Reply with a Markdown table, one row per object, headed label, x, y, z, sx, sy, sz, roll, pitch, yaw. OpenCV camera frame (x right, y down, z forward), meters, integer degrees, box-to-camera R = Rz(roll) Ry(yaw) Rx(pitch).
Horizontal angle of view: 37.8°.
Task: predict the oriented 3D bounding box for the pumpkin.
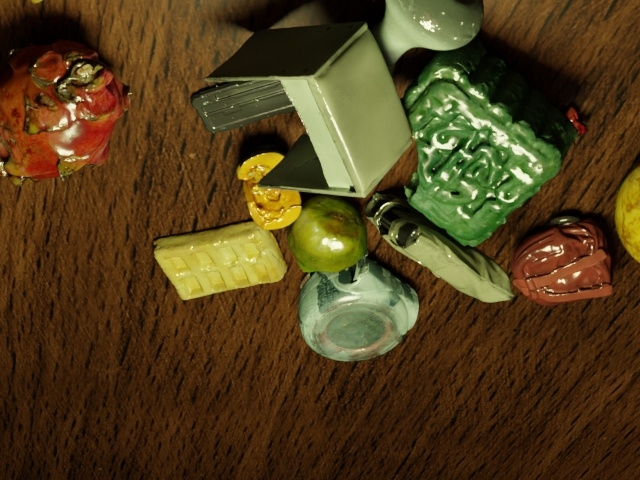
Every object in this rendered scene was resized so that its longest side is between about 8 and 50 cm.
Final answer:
| label | x | y | z | sx | sy | sz | roll | pitch | yaw |
| --- | --- | --- | --- | --- | --- | --- | --- | --- | --- |
| pumpkin | -0.105 | -0.124 | 1.887 | 0.119 | 0.107 | 0.183 | -8 | 129 | 0 |

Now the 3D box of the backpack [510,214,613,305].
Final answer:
| label | x | y | z | sx | sy | sz | roll | pitch | yaw |
| --- | --- | --- | --- | --- | --- | --- | --- | --- | --- |
| backpack | 0.521 | 0.056 | 2.035 | 0.229 | 0.138 | 0.229 | -1 | 135 | -1 |

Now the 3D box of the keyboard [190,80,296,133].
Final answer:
| label | x | y | z | sx | sy | sz | roll | pitch | yaw |
| --- | --- | --- | --- | --- | --- | --- | --- | --- | --- |
| keyboard | -0.116 | -0.275 | 1.792 | 0.262 | 0.016 | 0.106 | -14 | 135 | 15 |

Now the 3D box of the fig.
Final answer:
| label | x | y | z | sx | sy | sz | roll | pitch | yaw |
| --- | --- | --- | --- | --- | --- | --- | --- | --- | --- |
| fig | 0.011 | -0.012 | 1.982 | 0.167 | 0.167 | 0.233 | 9 | 176 | -8 |

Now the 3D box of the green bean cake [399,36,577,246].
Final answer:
| label | x | y | z | sx | sy | sz | roll | pitch | yaw |
| --- | --- | --- | --- | --- | --- | --- | --- | --- | --- |
| green bean cake | 0.263 | -0.173 | 1.719 | 0.300 | 0.169 | 0.308 | 39 | 134 | -1 |

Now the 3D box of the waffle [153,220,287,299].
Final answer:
| label | x | y | z | sx | sy | sz | roll | pitch | yaw |
| --- | --- | --- | --- | --- | --- | --- | --- | --- | --- |
| waffle | -0.226 | 0.044 | 2.102 | 0.274 | 0.057 | 0.168 | -11 | 135 | 13 |

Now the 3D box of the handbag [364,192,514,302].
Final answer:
| label | x | y | z | sx | sy | sz | roll | pitch | yaw |
| --- | --- | --- | --- | --- | --- | --- | --- | --- | --- |
| handbag | 0.231 | 0.008 | 1.903 | 0.253 | 0.316 | 0.109 | 30 | 98 | -23 |

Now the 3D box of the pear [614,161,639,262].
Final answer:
| label | x | y | z | sx | sy | sz | roll | pitch | yaw |
| --- | --- | --- | --- | --- | --- | --- | --- | --- | --- |
| pear | 0.721 | -0.063 | 1.826 | 0.281 | 0.280 | 0.280 | 1 | 137 | 1 |

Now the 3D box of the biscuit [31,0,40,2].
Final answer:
| label | x | y | z | sx | sy | sz | roll | pitch | yaw |
| --- | --- | --- | --- | --- | --- | --- | --- | --- | --- |
| biscuit | -0.487 | -0.454 | 1.611 | 0.081 | 0.018 | 0.083 | -19 | 134 | 19 |

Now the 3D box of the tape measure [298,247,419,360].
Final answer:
| label | x | y | z | sx | sy | sz | roll | pitch | yaw |
| --- | --- | --- | --- | --- | --- | --- | --- | --- | --- |
| tape measure | 0.083 | 0.153 | 2.149 | 0.275 | 0.147 | 0.256 | -36 | 128 | 28 |

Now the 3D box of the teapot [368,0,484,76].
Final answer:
| label | x | y | z | sx | sy | sz | roll | pitch | yaw |
| --- | --- | --- | --- | --- | --- | --- | --- | --- | --- |
| teapot | 0.146 | -0.369 | 1.589 | 0.184 | 0.183 | 0.251 | 28 | 142 | -25 |

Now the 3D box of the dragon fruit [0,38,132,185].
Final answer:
| label | x | y | z | sx | sy | sz | roll | pitch | yaw |
| --- | --- | --- | --- | --- | --- | --- | --- | --- | --- |
| dragon fruit | -0.488 | -0.228 | 1.705 | 0.250 | 0.250 | 0.315 | 20 | 116 | -19 |

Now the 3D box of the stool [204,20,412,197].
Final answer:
| label | x | y | z | sx | sy | sz | roll | pitch | yaw |
| --- | --- | --- | --- | --- | --- | --- | --- | --- | --- |
| stool | -0.017 | -0.226 | 1.627 | 0.270 | 0.170 | 0.243 | 6 | 134 | 41 |

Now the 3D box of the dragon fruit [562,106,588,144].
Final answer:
| label | x | y | z | sx | sy | sz | roll | pitch | yaw |
| --- | --- | --- | --- | --- | --- | --- | --- | --- | --- |
| dragon fruit | 0.426 | -0.182 | 1.821 | 0.192 | 0.092 | 0.122 | -17 | 134 | 18 |
